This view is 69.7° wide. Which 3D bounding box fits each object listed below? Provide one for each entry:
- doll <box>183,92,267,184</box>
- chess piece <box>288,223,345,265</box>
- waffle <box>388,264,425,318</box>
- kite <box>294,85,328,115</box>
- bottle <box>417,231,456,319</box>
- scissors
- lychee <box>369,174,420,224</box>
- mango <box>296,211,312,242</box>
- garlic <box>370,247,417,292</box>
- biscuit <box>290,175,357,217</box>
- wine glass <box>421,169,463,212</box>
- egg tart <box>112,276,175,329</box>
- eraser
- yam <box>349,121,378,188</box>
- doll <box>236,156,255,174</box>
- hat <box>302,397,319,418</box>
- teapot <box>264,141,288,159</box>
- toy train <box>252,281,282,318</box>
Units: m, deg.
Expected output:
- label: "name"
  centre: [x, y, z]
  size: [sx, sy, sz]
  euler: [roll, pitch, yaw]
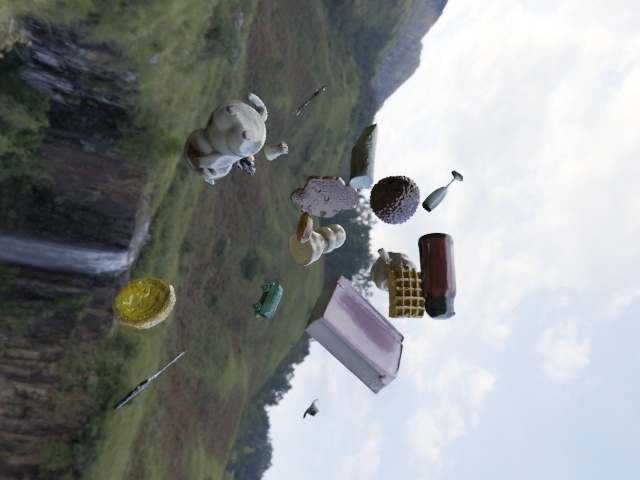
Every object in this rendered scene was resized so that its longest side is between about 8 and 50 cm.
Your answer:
- label: "doll"
  centre: [-0.363, -0.369, 1.721]
  size: [0.370, 0.215, 0.226]
  euler: [-34, -167, 21]
- label: "chess piece"
  centre: [0.000, 0.000, 2.227]
  size: [0.167, 0.300, 0.167]
  euler: [18, -62, 37]
- label: "waffle"
  centre: [0.390, 0.222, 1.959]
  size: [0.057, 0.219, 0.229]
  euler: [-13, -108, 58]
- label: "kite"
  centre: [-0.044, -0.593, 1.938]
  size: [0.229, 0.012, 0.250]
  euler: [-23, -152, 47]
- label: "bottle"
  centre: [0.465, 0.144, 1.806]
  size: [0.144, 0.144, 0.336]
  euler: [142, -47, -58]
- label: "scissors"
  centre: [-0.606, 0.492, 1.644]
  size: [0.300, 0.022, 0.109]
  euler: [-40, -179, -26]
- label: "lychee"
  centre: [0.384, -0.201, 2.358]
  size: [0.267, 0.268, 0.267]
  euler: [-163, -90, -70]
- label: "mango"
  centre: [-0.063, -0.052, 1.869]
  size: [0.077, 0.063, 0.127]
  euler: [98, 0, -79]
- label: "garlic"
  centre: [0.313, 0.114, 2.048]
  size: [0.219, 0.212, 0.218]
  euler: [-17, -140, 15]
- label: "biscuit"
  centre: [0.015, -0.187, 1.954]
  size: [0.041, 0.290, 0.208]
  euler: [-100, -164, -48]
- label: "wine glass"
  centre: [0.480, -0.195, 1.822]
  size: [0.198, 0.066, 0.066]
  euler: [-44, -165, -13]
- label: "egg tart"
  centre: [-0.524, 0.192, 1.380]
  size: [0.074, 0.191, 0.191]
  euler: [91, -2, -48]
- label: "eraser"
  centre: [0.136, 0.336, 1.672]
  size: [0.122, 0.359, 0.272]
  euler: [-42, -171, 30]
- label: "yam"
  centre: [0.170, -0.336, 1.776]
  size: [0.106, 0.106, 0.259]
  euler: [150, -51, -63]
- label: "doll"
  centre: [-0.364, -0.383, 2.172]
  size: [0.248, 0.127, 0.088]
  euler: [79, 20, -80]
- label: "hat"
  centre: [-0.036, 0.778, 2.102]
  size: [0.121, 0.050, 0.121]
  euler: [-51, 169, -14]
- label: "teapot"
  centre: [-0.153, -0.326, 1.651]
  size: [0.083, 0.057, 0.067]
  euler: [-8, -151, 31]
- label: "toy train"
  centre: [-0.231, 0.265, 2.028]
  size: [0.070, 0.099, 0.172]
  euler: [67, 40, -56]
